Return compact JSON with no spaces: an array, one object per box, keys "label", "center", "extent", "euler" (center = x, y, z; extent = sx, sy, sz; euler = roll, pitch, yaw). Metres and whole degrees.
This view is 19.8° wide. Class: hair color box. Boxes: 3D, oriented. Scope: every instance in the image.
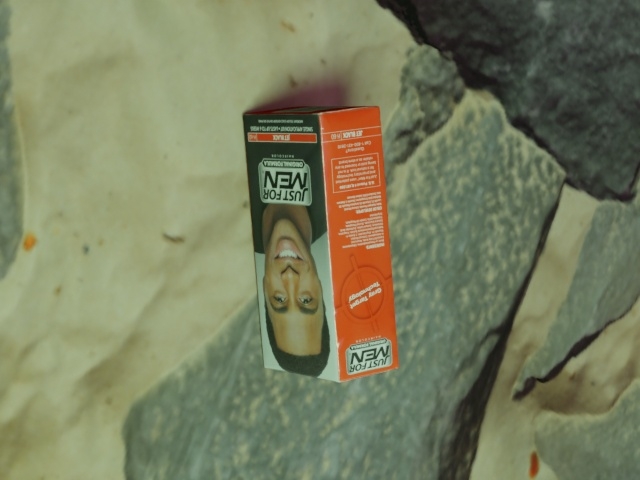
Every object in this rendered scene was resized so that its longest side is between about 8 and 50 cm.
[{"label":"hair color box","center":[0.000,0.000,0.976],"extent":[0.043,0.072,0.141],"euler":[-11,99,-36]}]
